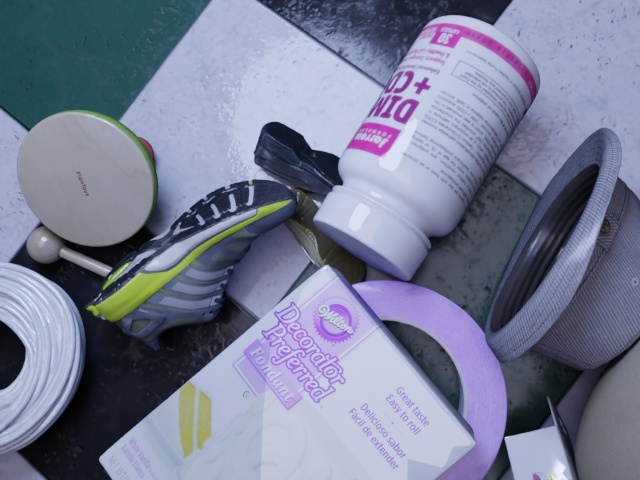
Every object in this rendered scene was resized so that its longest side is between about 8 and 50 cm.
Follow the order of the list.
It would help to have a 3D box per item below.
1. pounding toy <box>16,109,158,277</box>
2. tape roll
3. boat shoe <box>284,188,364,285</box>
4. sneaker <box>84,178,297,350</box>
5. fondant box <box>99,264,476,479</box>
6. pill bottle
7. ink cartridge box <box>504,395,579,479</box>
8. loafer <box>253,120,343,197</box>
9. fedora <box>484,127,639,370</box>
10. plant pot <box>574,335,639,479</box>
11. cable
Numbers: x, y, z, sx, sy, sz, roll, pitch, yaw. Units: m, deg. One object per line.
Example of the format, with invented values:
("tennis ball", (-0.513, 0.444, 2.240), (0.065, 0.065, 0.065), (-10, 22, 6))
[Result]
("pounding toy", (-0.302, -0.072, 0.878), (0.183, 0.110, 0.236), (15, 115, 0))
("tape roll", (0.080, 0.188, 0.775), (0.275, 0.090, 0.274), (-1, 82, 8))
("boat shoe", (-0.002, 0.001, 0.838), (0.153, 0.048, 0.056), (46, 67, 5))
("sneaker", (-0.149, 0.031, 0.820), (0.300, 0.111, 0.121), (-32, 118, 12))
("fondant box", (-0.037, 0.222, 0.696), (0.330, 0.096, 0.238), (-40, 78, 2))
("pill bottle", (0.122, -0.105, 0.756), (0.160, 0.160, 0.283), (31, 83, 12))
("ink cartridge box", (0.254, 0.277, 0.696), (0.062, 0.104, 0.181), (-20, 44, 20))
("loafer", (-0.013, -0.089, 0.849), (0.170, 0.062, 0.061), (36, 128, 5))
("fedora", (0.288, 0.028, 0.682), (0.124, 0.243, 0.275), (29, 57, 5))
("plant pot", (0.373, 0.216, 0.633), (0.284, 0.284, 0.191), (57, 137, 11))
("cable", (-0.441, 0.156, 0.849), (0.257, 0.089, 0.257), (-11, 80, -4))
